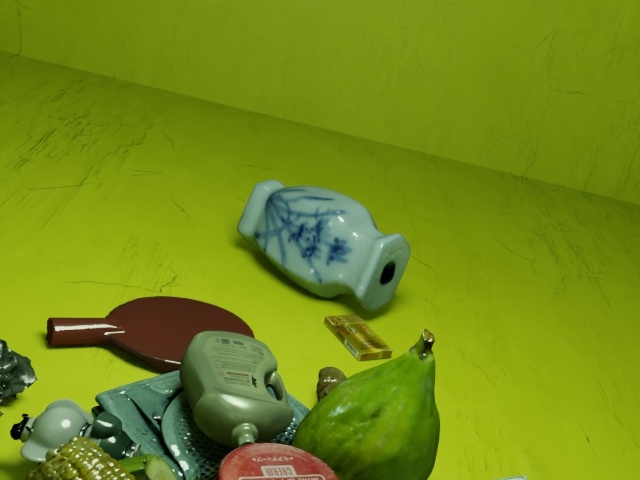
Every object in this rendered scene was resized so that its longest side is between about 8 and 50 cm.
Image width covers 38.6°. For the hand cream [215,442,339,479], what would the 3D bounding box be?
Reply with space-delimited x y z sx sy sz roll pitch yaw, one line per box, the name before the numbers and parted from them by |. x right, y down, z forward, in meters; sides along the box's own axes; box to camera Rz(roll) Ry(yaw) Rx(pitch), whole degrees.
hand cream | -0.070 0.401 1.339 0.193 0.125 0.193 11 24 -5

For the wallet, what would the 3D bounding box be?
wallet | -0.188 0.299 1.574 0.342 0.075 0.237 -9 36 -45

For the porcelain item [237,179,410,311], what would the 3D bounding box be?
porcelain item | 0.000 0.000 2.161 0.405 0.243 0.178 26 7 31

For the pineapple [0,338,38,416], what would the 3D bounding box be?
pineapple | -0.538 0.241 1.452 0.111 0.119 0.237 -15 22 8

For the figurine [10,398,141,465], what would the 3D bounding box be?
figurine | -0.370 0.306 1.368 0.192 0.126 0.147 18 21 1

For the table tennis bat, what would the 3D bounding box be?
table tennis bat | -0.324 0.180 1.794 0.414 0.051 0.268 3 25 -28

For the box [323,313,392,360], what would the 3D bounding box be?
box | 0.081 0.210 1.997 0.089 0.022 0.156 1 27 -31

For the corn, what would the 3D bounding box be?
corn | -0.226 0.389 1.129 0.344 0.131 0.131 46 32 13

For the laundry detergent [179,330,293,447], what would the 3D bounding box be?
laundry detergent | -0.136 0.255 1.502 0.181 0.091 0.253 13 25 -22

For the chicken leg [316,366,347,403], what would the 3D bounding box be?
chicken leg | 0.026 0.304 1.679 0.069 0.085 0.198 -10 22 7

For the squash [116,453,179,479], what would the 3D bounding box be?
squash | -0.339 0.402 1.296 0.288 0.203 0.111 -23 27 2

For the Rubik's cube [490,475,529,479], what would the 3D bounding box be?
Rubik's cube | 0.192 0.482 1.143 0.256 0.259 0.253 2 28 -27

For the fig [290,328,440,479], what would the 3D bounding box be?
fig | 0.086 0.308 1.447 0.233 0.314 0.233 12 50 -15
